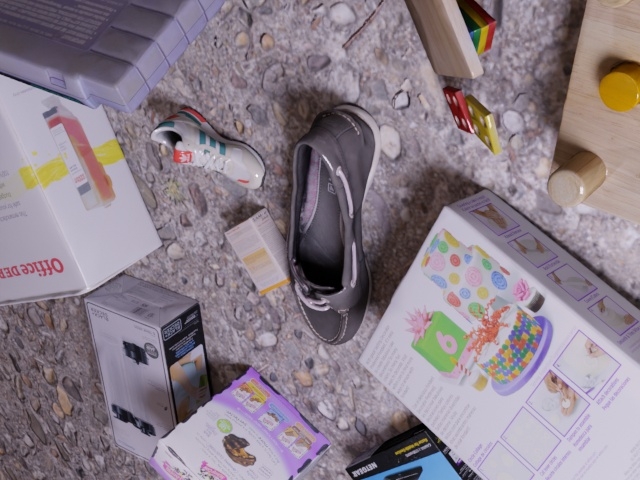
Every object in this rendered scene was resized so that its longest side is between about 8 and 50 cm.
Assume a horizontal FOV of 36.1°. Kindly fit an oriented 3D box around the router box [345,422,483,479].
[{"bbox_3d":[0.132,0.317,1.286,0.133,0.046,0.179,53,136,2],"label":"router box"}]

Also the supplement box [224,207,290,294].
[{"bbox_3d":[-0.074,0.015,1.287,0.062,0.036,0.098,-25,97,46],"label":"supplement box"}]

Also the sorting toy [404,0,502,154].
[{"bbox_3d":[0.124,-0.217,0.931,0.132,0.046,0.274,-127,13,-76],"label":"sorting toy"}]

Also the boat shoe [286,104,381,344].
[{"bbox_3d":[0.000,0.000,1.172,0.112,0.095,0.335,24,128,28],"label":"boat shoe"}]

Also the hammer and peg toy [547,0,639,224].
[{"bbox_3d":[0.371,-0.099,0.774,0.361,0.127,0.266,23,126,29],"label":"hammer and peg toy"}]

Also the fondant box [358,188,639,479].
[{"bbox_3d":[0.222,0.141,1.026,0.330,0.096,0.238,42,128,21],"label":"fondant box"}]

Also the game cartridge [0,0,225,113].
[{"bbox_3d":[-0.294,-0.280,1.165,0.355,0.230,0.068,22,159,30],"label":"game cartridge"}]

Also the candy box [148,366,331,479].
[{"bbox_3d":[-0.111,0.297,1.373,0.165,0.196,0.070,42,135,13],"label":"candy box"}]

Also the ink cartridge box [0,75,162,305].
[{"bbox_3d":[-0.434,-0.117,1.425,0.279,0.160,0.385,-8,108,43],"label":"ink cartridge box"}]

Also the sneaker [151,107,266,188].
[{"bbox_3d":[-0.146,-0.106,1.247,0.161,0.075,0.057,37,133,19],"label":"sneaker"}]

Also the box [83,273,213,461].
[{"bbox_3d":[-0.259,0.214,1.528,0.169,0.087,0.290,15,123,33],"label":"box"}]
